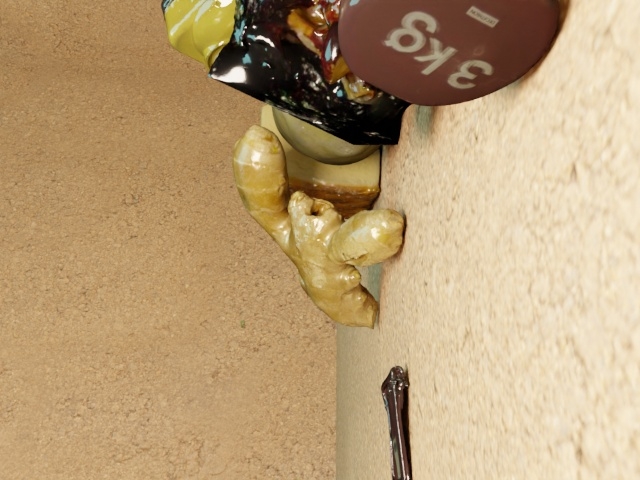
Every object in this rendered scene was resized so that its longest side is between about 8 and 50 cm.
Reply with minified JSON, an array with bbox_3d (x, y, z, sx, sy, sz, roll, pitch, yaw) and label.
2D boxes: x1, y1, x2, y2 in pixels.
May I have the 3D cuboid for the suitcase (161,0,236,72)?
[{"bbox_3d":[-0.076,-0.302,0.778,0.194,0.235,0.143,-27,65,37],"label":"suitcase"}]

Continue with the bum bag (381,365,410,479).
[{"bbox_3d":[0.109,0.263,0.821,0.109,0.026,0.159,96,171,-66],"label":"bum bag"}]

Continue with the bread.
[{"bbox_3d":[-0.011,-0.173,1.330,0.279,0.279,0.207,92,-178,-80],"label":"bread"}]

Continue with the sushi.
[{"bbox_3d":[0.044,-0.243,0.613,0.212,0.215,0.227,14,87,54],"label":"sushi"}]

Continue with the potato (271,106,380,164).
[{"bbox_3d":[0.024,-0.255,1.021,0.326,0.221,0.243,179,93,-87],"label":"potato"}]

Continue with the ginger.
[{"bbox_3d":[-0.021,0.002,1.059,0.122,0.363,0.348,-46,-26,-36],"label":"ginger"}]

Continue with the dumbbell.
[{"bbox_3d":[0.082,-0.219,0.414,0.124,0.140,0.225,-30,50,51],"label":"dumbbell"}]
